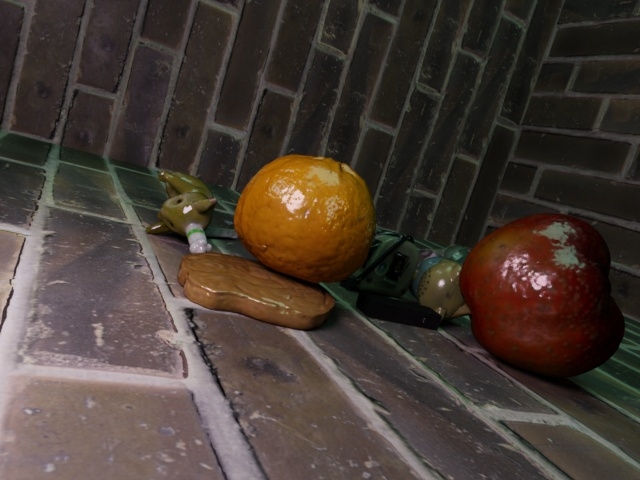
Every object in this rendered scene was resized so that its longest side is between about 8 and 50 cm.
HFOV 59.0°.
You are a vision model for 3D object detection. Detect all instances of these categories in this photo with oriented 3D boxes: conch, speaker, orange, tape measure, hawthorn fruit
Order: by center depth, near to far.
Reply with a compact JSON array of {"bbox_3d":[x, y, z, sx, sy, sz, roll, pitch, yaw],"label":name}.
[{"bbox_3d":[-0.029,-0.060,1.358,0.341,0.293,0.340,22,4,-2],"label":"orange"},{"bbox_3d":[0.519,0.145,1.388,0.403,0.402,0.403,17,8,-2],"label":"hawthorn fruit"},{"bbox_3d":[0.207,0.186,1.494,0.218,0.044,0.082,14,8,-23],"label":"speaker"},{"bbox_3d":[0.193,0.066,1.730,0.235,0.207,0.115,14,11,-37],"label":"tape measure"},{"bbox_3d":[0.475,0.111,2.150,0.277,0.220,0.195,49,-2,30],"label":"conch"}]

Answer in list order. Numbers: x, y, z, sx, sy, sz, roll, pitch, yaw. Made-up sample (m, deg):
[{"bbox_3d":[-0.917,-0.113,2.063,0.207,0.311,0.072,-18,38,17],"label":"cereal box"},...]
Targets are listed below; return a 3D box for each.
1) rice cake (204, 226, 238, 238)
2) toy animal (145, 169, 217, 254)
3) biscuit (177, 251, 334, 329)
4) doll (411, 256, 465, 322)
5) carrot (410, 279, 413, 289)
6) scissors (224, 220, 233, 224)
[{"bbox_3d":[-0.343,-0.025,1.818,0.043,0.034,0.211,12,4,35],"label":"rice cake"},{"bbox_3d":[-0.386,-0.087,1.591,0.181,0.181,0.363,11,13,-15],"label":"toy animal"},{"bbox_3d":[-0.143,0.098,1.304,0.365,0.062,0.385,15,8,-12],"label":"biscuit"},{"bbox_3d":[0.359,0.139,1.665,0.162,0.177,0.260,24,7,-2],"label":"doll"},{"bbox_3d":[0.330,0.158,1.967,0.043,0.043,0.248,17,6,-5],"label":"carrot"},{"bbox_3d":[-0.351,-0.065,2.170,0.036,0.006,0.083,17,8,-13],"label":"scissors"}]
